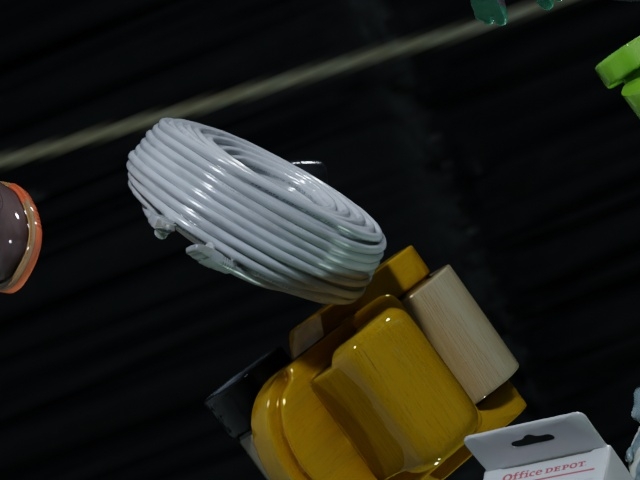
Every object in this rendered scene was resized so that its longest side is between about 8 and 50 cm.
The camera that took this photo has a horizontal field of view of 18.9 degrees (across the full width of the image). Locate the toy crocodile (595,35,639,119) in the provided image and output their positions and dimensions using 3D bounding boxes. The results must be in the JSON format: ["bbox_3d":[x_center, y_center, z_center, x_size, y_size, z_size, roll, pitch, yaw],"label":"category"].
[{"bbox_3d":[0.352,-0.152,1.820,0.115,0.105,0.340,58,26,5],"label":"toy crocodile"}]

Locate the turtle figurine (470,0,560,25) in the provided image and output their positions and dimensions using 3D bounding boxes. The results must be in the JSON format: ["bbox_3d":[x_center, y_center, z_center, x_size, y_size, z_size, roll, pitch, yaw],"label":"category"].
[{"bbox_3d":[0.251,-0.338,2.128,0.118,0.175,0.234,40,50,-10],"label":"turtle figurine"}]

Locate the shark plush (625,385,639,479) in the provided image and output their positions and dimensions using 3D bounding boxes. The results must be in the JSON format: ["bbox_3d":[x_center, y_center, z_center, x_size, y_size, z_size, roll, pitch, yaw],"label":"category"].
[{"bbox_3d":[0.299,0.188,1.689,0.073,0.067,0.161,51,56,-23],"label":"shark plush"}]

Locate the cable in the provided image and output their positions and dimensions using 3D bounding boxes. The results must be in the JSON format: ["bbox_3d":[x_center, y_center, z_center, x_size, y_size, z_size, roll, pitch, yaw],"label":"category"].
[{"bbox_3d":[-0.062,-0.031,1.808,0.257,0.089,0.257,23,11,-33],"label":"cable"}]

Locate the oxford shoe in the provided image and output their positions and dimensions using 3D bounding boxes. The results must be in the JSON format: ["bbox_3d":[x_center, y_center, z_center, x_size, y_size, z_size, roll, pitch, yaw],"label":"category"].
[{"bbox_3d":[-0.342,-0.031,1.745,0.098,0.097,0.271,21,8,-42],"label":"oxford shoe"}]

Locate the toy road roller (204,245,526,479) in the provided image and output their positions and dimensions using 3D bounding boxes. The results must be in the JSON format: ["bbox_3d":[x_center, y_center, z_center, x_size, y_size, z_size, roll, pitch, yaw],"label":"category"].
[{"bbox_3d":[0.076,0.140,1.845,0.202,0.329,0.240,55,-34,-1],"label":"toy road roller"}]

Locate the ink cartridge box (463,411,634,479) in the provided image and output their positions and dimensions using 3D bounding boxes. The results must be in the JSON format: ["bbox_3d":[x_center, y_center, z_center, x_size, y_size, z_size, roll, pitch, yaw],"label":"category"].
[{"bbox_3d":[0.181,0.210,1.382,0.180,0.104,0.060,52,37,-31],"label":"ink cartridge box"}]

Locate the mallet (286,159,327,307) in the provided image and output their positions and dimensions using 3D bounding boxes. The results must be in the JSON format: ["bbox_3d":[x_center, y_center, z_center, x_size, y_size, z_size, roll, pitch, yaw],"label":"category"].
[{"bbox_3d":[0.000,0.000,2.059,0.039,0.062,0.190,-37,-110,55],"label":"mallet"}]
